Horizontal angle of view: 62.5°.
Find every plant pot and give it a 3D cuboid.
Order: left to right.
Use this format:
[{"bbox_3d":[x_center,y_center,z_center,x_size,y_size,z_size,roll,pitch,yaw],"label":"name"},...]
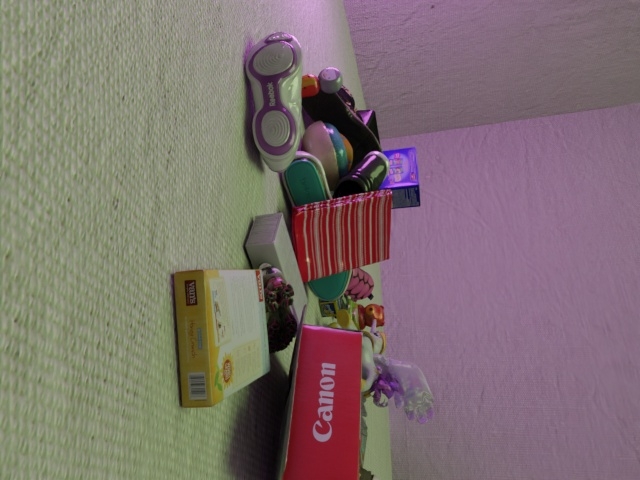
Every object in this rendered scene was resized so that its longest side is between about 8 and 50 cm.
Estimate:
[{"bbox_3d":[0.098,-0.341,1.889,0.187,0.188,0.166,73,30,-44],"label":"plant pot"}]

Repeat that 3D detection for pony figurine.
[{"bbox_3d":[0.141,0.386,1.561,0.363,0.303,0.350,29,46,-58],"label":"pony figurine"}]

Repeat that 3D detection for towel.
[{"bbox_3d":[0.055,-0.009,1.263,0.031,0.275,0.198,39,-44,53],"label":"towel"}]

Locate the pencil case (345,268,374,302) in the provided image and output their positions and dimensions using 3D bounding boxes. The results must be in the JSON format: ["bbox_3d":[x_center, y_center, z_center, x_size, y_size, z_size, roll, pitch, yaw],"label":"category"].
[{"bbox_3d":[0.089,0.121,1.537,0.098,0.095,0.209,-54,151,1],"label":"pencil case"}]

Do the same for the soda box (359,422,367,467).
[{"bbox_3d":[0.109,0.642,1.674,0.183,0.063,0.058,-53,135,-75],"label":"soda box"}]

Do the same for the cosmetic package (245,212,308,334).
[{"bbox_3d":[-0.081,0.071,1.032,0.098,0.061,0.238,-78,159,-52],"label":"cosmetic package"}]

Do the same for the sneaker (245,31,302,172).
[{"bbox_3d":[-0.096,-0.286,1.099,0.152,0.114,0.304,94,-2,-73],"label":"sneaker"}]

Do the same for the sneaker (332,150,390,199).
[{"bbox_3d":[0.075,-0.090,1.384,0.147,0.105,0.295,-40,161,-42],"label":"sneaker"}]

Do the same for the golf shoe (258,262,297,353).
[{"bbox_3d":[-0.085,0.125,0.964,0.086,0.068,0.186,-128,-147,-48],"label":"golf shoe"}]

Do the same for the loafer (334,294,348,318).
[{"bbox_3d":[0.053,0.171,1.698,0.061,0.062,0.169,6,83,-39],"label":"loafer"}]

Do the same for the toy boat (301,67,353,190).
[{"bbox_3d":[0.016,-0.290,1.404,0.267,0.148,0.317,-127,-158,-79],"label":"toy boat"}]

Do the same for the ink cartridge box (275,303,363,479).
[{"bbox_3d":[0.000,0.314,0.932,0.271,0.130,0.309,101,-4,-45],"label":"ink cartridge box"}]

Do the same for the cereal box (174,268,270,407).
[{"bbox_3d":[-0.134,0.128,0.768,0.240,0.048,0.172,19,65,-78],"label":"cereal box"}]

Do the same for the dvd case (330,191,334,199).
[{"bbox_3d":[0.070,-0.060,1.547,0.022,0.181,0.252,52,34,-68],"label":"dvd case"}]

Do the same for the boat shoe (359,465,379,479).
[{"bbox_3d":[0.081,0.691,1.426,0.116,0.097,0.324,-56,165,5],"label":"boat shoe"}]

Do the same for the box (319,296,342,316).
[{"bbox_3d":[0.035,0.155,1.585,0.168,0.054,0.059,-77,158,-57],"label":"box"}]

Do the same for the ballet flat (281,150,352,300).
[{"bbox_3d":[-0.005,-0.042,1.336,0.139,0.139,0.399,-73,151,-63],"label":"ballet flat"}]

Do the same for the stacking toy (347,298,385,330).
[{"bbox_3d":[0.175,0.359,1.984,0.279,0.131,0.308,61,25,-64],"label":"stacking toy"}]

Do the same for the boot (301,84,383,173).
[{"bbox_3d":[0.082,-0.364,1.689,0.377,0.138,0.284,49,19,-15],"label":"boot"}]

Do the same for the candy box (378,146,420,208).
[{"bbox_3d":[0.232,-0.241,2.107,0.268,0.318,0.122,-82,164,-48],"label":"candy box"}]
